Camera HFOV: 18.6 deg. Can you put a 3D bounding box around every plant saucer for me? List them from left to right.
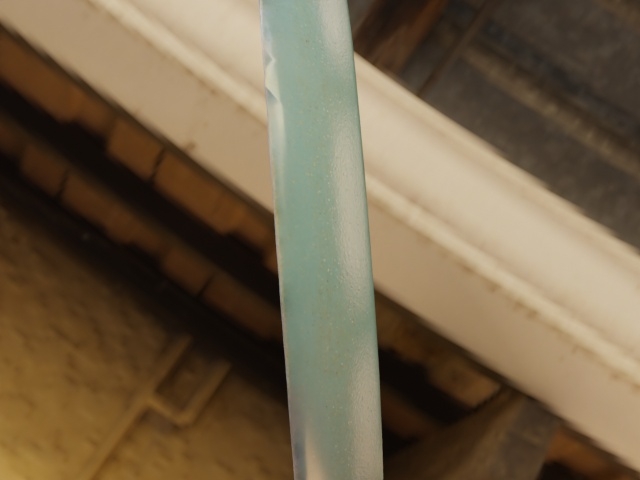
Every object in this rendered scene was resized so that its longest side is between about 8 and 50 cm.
[{"bbox_3d":[0.000,0.000,0.950,0.043,0.317,0.317,-5,-55,0],"label":"plant saucer"}]
